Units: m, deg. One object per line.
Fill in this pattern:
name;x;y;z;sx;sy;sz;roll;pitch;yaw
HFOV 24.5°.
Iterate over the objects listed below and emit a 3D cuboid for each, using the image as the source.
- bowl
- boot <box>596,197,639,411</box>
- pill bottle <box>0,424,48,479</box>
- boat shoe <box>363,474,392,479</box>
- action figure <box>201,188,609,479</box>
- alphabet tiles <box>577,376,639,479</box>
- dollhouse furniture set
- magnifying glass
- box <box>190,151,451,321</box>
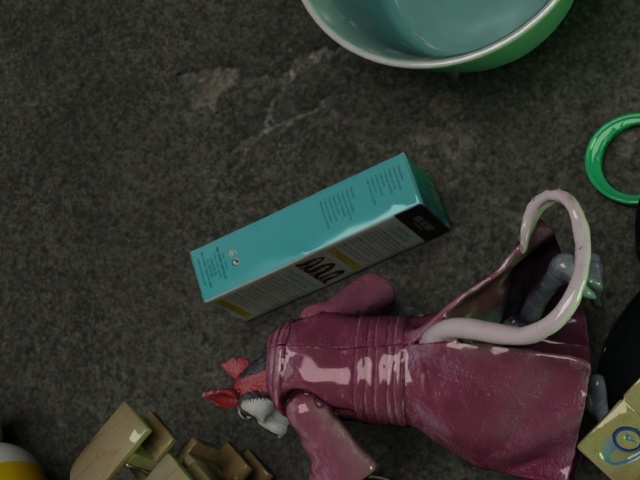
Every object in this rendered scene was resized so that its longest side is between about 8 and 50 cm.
bowl;0.140;-0.290;1.468;0.312;0.163;0.311;-6;73;21
boot;0.301;0.042;1.286;0.094;0.207;0.246;32;90;27
pill bottle;-0.341;0.327;1.486;0.188;0.188;0.334;-35;66;11
boat shoe;0.052;0.247;1.428;0.125;0.038;0.046;13;123;30
action figure;0.068;0.124;1.306;0.370;0.275;0.248;-4;61;11
alphabet tiles;0.396;0.185;1.242;0.285;0.011;0.342;42;95;-3
dollhouse furniture set;-0.111;0.301;1.366;0.161;0.212;0.242;-51;53;6
magnifying glass;0.365;-0.072;1.394;0.231;0.026;0.092;5;78;26
box;0.000;0.000;1.482;0.244;0.100;0.060;-25;67;15
